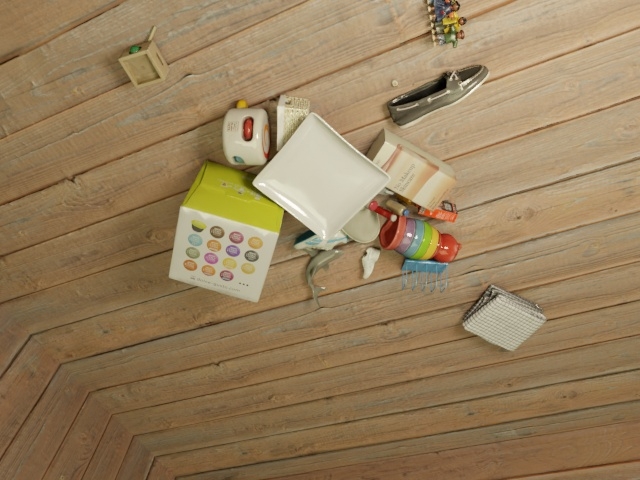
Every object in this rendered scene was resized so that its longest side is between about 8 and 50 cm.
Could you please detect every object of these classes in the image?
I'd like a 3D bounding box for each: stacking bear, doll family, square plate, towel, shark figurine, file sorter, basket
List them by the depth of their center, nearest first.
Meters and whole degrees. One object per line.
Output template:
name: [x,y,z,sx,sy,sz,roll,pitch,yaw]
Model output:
doll family: [0.382,-0.675,1.524,0.111,0.076,0.193,-8,122,17]
square plate: [0.002,-0.209,1.744,0.347,0.049,0.344,38,120,-14]
basket: [-0.093,-0.397,1.747,0.103,0.113,0.167,4,126,0]
stacking bear: [0.395,0.002,1.968,0.289,0.164,0.175,18,128,-14]
file sorter: [0.418,0.146,2.068,0.170,0.104,0.118,4,160,2]
shark figurine: [-0.024,0.142,2.133,0.166,0.116,0.278,17,124,-5]
towel: [0.775,0.330,2.189,0.283,0.121,0.235,24,126,-14]

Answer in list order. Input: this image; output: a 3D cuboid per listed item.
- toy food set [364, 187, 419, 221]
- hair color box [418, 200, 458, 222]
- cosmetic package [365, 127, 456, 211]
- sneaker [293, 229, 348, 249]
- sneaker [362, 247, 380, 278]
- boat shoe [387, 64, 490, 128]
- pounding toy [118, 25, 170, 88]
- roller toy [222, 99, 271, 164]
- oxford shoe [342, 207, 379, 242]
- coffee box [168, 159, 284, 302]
toy food set: [0.243,-0.137,1.833,0.232,0.104,0.111,10,108,-42]
hair color box: [0.438,-0.118,1.922,0.141,0.072,0.043,13,127,-5]
cosmetic package: [0.310,-0.246,1.803,0.296,0.129,0.153,25,121,-12]
sneaker: [0.000,0.000,2.038,0.228,0.087,0.092,-18,115,17]
sneaker: [0.197,0.091,2.115,0.061,0.054,0.152,20,120,2]
boat shoe: [0.370,-0.476,1.646,0.335,0.112,0.095,-27,124,26]
pounding toy: [-0.569,-0.596,1.671,0.130,0.100,0.141,-11,135,14]
roller toy: [-0.255,-0.355,1.743,0.146,0.191,0.209,2,126,5]
oxford shoe: [0.106,-0.159,1.871,0.169,0.130,0.449,-29,122,-5]
coffee box: [-0.329,-0.040,1.888,0.337,0.338,0.334,16,125,-7]
